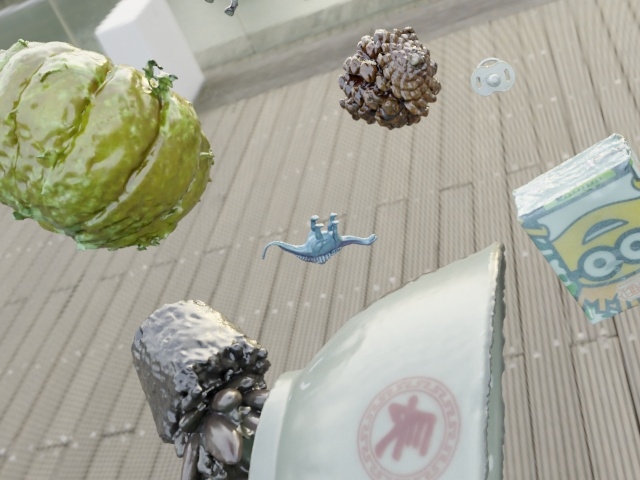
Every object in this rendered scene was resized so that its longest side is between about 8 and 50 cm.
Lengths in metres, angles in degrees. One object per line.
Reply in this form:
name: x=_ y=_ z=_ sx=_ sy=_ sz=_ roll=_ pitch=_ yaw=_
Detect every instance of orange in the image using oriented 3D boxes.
orange: x=-0.288 y=-0.108 z=1.038 sx=0.301 sy=0.300 sz=0.223 roll=20 pitch=77 yaw=11

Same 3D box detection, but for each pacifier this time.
pacifier: x=0.325 y=-0.307 z=1.636 sx=0.083 sy=0.068 sz=0.064 roll=-13 pitch=13 yaw=8

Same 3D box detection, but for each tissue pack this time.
tissue pack: x=0.534 y=-0.015 z=1.628 sx=0.228 sy=0.311 sz=0.128 roll=-30 pitch=26 yaw=22

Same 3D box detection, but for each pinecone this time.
pinecone: x=0.102 y=-0.249 z=1.376 sx=0.173 sy=0.173 sz=0.173 roll=-18 pitch=31 yaw=11

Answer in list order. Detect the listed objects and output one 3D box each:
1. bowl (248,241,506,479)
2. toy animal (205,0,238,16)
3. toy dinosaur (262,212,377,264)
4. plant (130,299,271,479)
bowl: x=0.045 y=0.166 z=0.590 sx=0.157 sy=0.337 sz=0.337 roll=2 pitch=37 yaw=13
toy animal: x=-0.116 y=-0.439 z=1.348 sx=0.217 sy=0.073 sz=0.176 roll=-4 pitch=70 yaw=15
toy dinosaur: x=0.000 y=0.000 z=1.430 sx=0.197 sy=0.080 sz=0.045 roll=-8 pitch=31 yaw=-12
plant: x=-0.157 y=0.238 z=1.278 sx=0.194 sy=0.181 sz=0.321 roll=-13 pitch=41 yaw=-34
